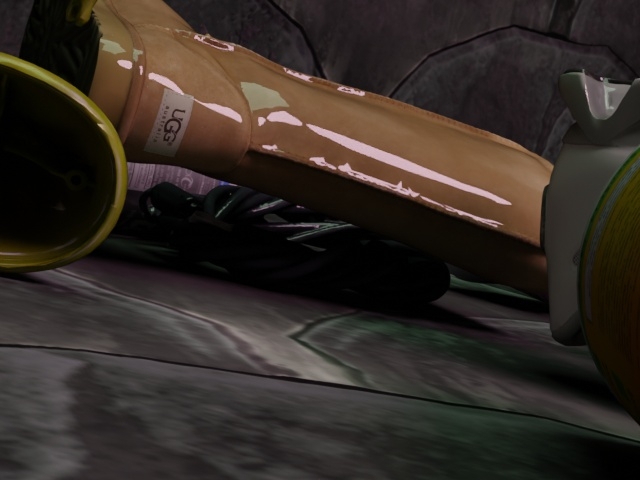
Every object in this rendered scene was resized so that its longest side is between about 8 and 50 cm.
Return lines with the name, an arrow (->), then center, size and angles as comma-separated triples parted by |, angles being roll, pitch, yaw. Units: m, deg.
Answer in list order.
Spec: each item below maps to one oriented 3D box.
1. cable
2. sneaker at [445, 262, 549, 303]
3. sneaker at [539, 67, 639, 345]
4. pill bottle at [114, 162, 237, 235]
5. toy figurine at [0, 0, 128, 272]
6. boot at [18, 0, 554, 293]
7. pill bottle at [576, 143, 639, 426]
cable -> 0.000, 0.000, 0.934 | 0.184, 0.047, 0.150 | 9, 6, -35
sneaker -> 0.202, 0.010, 1.088 | 0.252, 0.103, 0.111 | 1, 15, -35
sneaker -> 0.241, 0.019, 0.686 | 0.330, 0.146, 0.122 | 9, -2, 38
pill bottle -> -0.121, -0.045, 0.973 | 0.137, 0.078, 0.078 | 7, 7, -43
toy figurine -> -0.255, -0.106, 0.780 | 0.362, 0.191, 0.217 | 13, 0, -5
boot -> -0.020, -0.065, 0.906 | 0.269, 0.089, 0.236 | 16, 23, -24
pill bottle -> 0.157, 0.024, 0.499 | 0.136, 0.136, 0.245 | 12, 5, 1
